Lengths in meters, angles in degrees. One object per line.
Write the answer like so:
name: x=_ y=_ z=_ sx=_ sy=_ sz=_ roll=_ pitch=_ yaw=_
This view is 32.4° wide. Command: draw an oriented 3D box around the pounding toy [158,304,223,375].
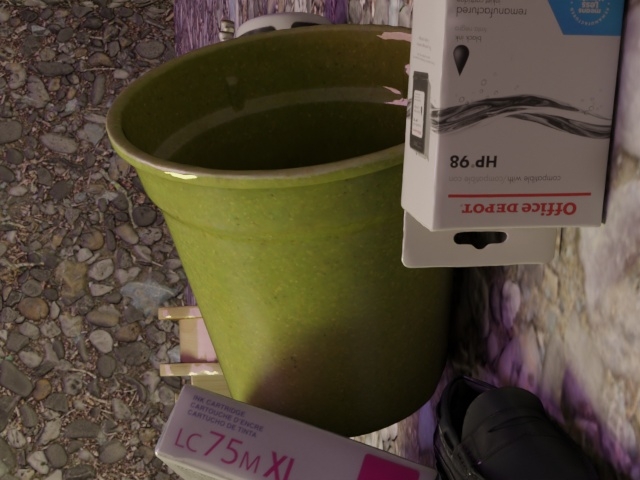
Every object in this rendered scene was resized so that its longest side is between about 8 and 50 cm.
pounding toy: x=-0.054 y=0.074 z=1.229 sx=0.154 sy=0.270 sz=0.154 roll=8 pitch=-101 yaw=-62

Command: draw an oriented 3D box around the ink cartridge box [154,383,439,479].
ink cartridge box: x=-0.005 y=0.200 z=0.861 sx=0.311 sy=0.186 sz=0.065 roll=81 pitch=-152 yaw=-66

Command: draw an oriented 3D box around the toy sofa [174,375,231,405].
toy sofa: x=-0.148 y=0.237 z=1.747 sx=0.362 sy=0.150 sz=0.177 roll=121 pitch=145 yaw=-69

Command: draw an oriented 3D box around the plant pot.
plant pot: x=0.000 y=0.000 z=0.842 sx=0.276 sy=0.276 sz=0.253 roll=-112 pitch=12 yaw=-60

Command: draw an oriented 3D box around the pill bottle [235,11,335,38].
pill bottle: x=-0.033 y=-0.140 z=1.239 sx=0.119 sy=0.119 sz=0.208 roll=141 pitch=128 yaw=-75

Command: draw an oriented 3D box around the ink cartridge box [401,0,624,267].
ink cartridge box: x=0.105 y=-0.064 z=0.620 sx=0.060 sy=0.104 sz=0.180 roll=-131 pitch=41 yaw=-70

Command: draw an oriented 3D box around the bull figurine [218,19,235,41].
bull figurine: x=-0.128 y=-0.244 z=1.731 sx=0.310 sy=0.101 sz=0.188 roll=-119 pitch=32 yaw=-67

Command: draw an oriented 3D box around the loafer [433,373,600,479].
loafer: x=0.112 y=0.129 z=0.666 sx=0.223 sy=0.076 sz=0.078 roll=-167 pitch=67 yaw=-81
